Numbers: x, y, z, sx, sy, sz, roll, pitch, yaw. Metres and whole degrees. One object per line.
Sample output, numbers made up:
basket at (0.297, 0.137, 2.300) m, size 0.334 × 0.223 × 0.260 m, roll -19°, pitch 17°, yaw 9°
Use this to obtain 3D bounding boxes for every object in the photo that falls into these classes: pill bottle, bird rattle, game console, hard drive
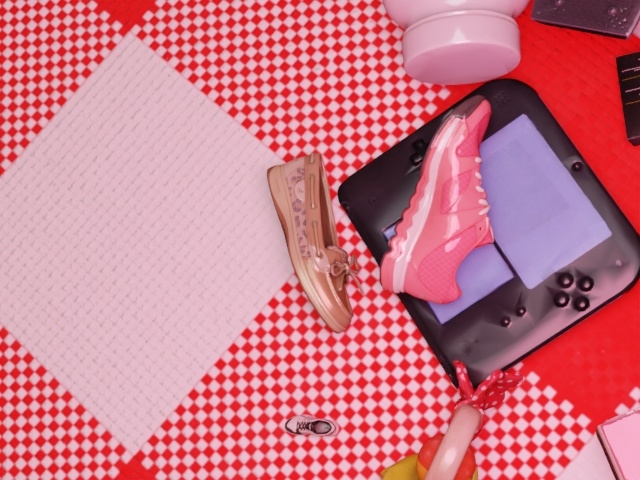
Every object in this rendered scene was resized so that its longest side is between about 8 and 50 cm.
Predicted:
pill bottle at (0.200, -0.454, 1.871) m, size 0.229 × 0.229 × 0.408 m, roll -5°, pitch 76°, yaw 11°
bird rattle at (0.189, 0.292, 1.706) m, size 0.143 × 0.207 × 0.254 m, roll 32°, pitch 112°, yaw 5°
game console at (0.252, -0.018, 1.840) m, size 0.342 × 0.060 × 0.387 m, roll -33°, pitch 70°, yaw 4°
hard drive at (0.424, -0.418, 1.815) m, size 0.172 × 0.054 × 0.255 m, roll 17°, pitch 81°, yaw 30°

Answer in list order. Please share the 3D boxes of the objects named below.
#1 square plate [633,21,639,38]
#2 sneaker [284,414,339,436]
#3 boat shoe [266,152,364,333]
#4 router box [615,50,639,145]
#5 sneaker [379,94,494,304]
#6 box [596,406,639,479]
square plate at (0.515, -0.490, 1.854) m, size 0.344 × 0.049 × 0.347 m, roll -49°, pitch 60°, yaw 5°
sneaker at (-0.015, 0.275, 1.850) m, size 0.083 × 0.037 × 0.032 m, roll -1°, pitch 79°, yaw 14°
boat shoe at (0.000, 0.000, 1.875) m, size 0.089 × 0.104 × 0.285 m, roll -23°, pitch 73°, yaw 9°
router box at (0.531, -0.223, 1.817) m, size 0.178 × 0.046 × 0.133 m, roll -11°, pitch 74°, yaw 26°
sneaker at (0.201, -0.053, 1.798) m, size 0.136 × 0.116 × 0.314 m, roll 23°, pitch 94°, yaw 12°
box at (0.474, 0.338, 1.668) m, size 0.126 × 0.148 × 0.232 m, roll -23°, pitch 74°, yaw 6°
